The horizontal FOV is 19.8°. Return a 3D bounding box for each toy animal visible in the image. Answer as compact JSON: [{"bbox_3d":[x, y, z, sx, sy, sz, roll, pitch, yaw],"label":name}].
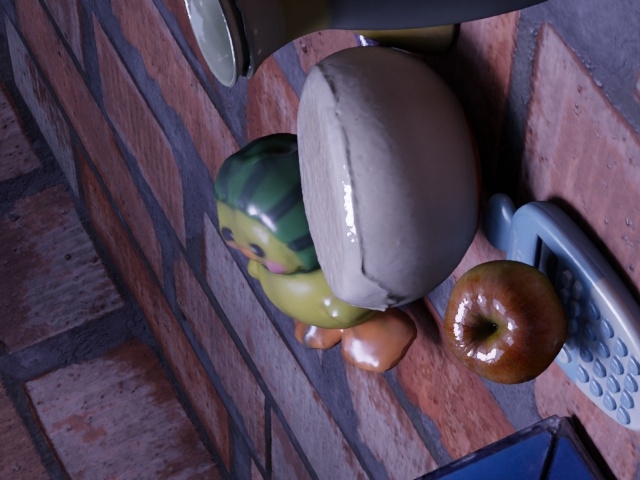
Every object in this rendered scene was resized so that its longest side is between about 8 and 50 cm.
[{"bbox_3d":[0.001,-0.003,2.270,0.216,0.191,0.338,24,156,47],"label":"toy animal"}]

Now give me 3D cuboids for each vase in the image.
[{"bbox_3d":[0.045,-0.241,1.604,0.173,0.321,0.173,57,162,31],"label":"vase"}]

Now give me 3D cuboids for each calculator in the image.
[{"bbox_3d":[0.255,0.064,1.844,0.303,0.042,0.188,56,162,33],"label":"calculator"}]

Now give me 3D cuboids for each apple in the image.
[{"bbox_3d":[0.186,0.079,1.807,0.126,0.102,0.126,8,106,31],"label":"apple"}]

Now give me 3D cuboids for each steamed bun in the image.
[{"bbox_3d":[0.082,-0.071,1.960,0.283,0.177,0.283,170,90,-81],"label":"steamed bun"}]

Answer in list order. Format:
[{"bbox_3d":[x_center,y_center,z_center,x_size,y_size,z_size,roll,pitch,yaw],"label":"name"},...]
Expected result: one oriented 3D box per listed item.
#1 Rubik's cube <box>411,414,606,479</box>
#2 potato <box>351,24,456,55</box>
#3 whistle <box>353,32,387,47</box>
[{"bbox_3d":[0.214,0.386,2.031,0.255,0.260,0.259,94,151,-61],"label":"Rubik's cube"},{"bbox_3d":[0.043,-0.315,1.906,0.239,0.116,0.299,34,145,55],"label":"potato"},{"bbox_3d":[0.041,-0.276,2.092,0.176,0.033,0.033,71,164,-9],"label":"whistle"}]
